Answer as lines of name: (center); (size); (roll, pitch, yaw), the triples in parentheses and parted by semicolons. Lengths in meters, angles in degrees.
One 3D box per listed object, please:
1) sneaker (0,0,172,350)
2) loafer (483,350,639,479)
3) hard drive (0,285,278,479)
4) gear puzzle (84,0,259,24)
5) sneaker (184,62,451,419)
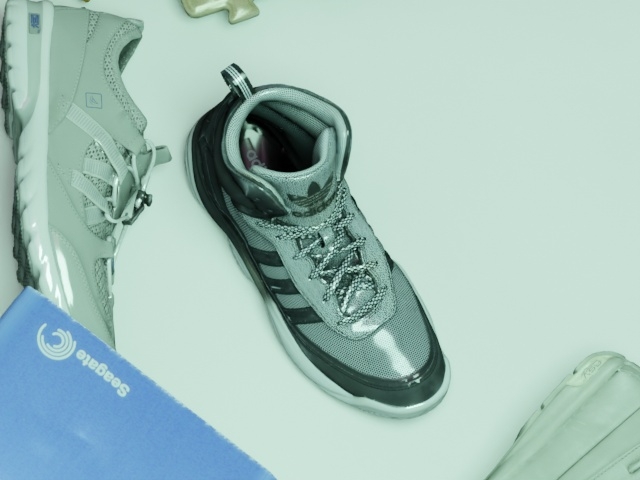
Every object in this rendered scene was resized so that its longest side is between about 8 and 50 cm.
sneaker: (-0.157, -0.042, 1.383); (0.115, 0.105, 0.281); (-4, 75, -12)
loafer: (0.135, 0.212, 1.331); (0.111, 0.112, 0.319); (39, 72, 15)
hard drive: (-0.193, 0.211, 1.227); (0.210, 0.040, 0.319); (39, 61, -6)
gear puzzle: (-0.058, -0.246, 1.496); (0.339, 0.044, 0.175); (-19, 77, -9)
sneaker: (0.000, 0.000, 1.360); (0.101, 0.153, 0.268); (-34, 79, -15)
